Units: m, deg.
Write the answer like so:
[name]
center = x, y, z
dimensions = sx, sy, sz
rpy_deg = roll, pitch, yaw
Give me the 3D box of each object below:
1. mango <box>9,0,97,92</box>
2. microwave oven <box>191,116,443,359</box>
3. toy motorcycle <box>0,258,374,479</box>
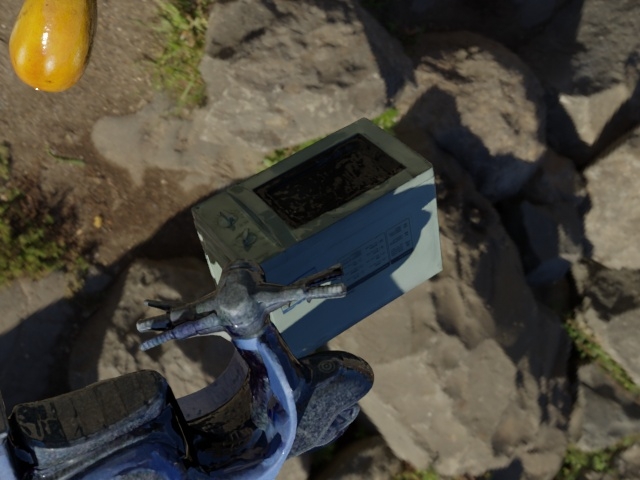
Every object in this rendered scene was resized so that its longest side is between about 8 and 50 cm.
[mango]
center = -0.365, -0.299, 1.243
dimensions = 0.112, 0.145, 0.219
rpy_deg = 17, 137, -13
[microwave oven]
center = 0.000, 0.000, 0.884
dimensions = 0.208, 0.122, 0.162
rpy_deg = -30, 136, -19
[toy motorcycle]
center = -0.118, 0.132, 0.668
dimensions = 0.358, 0.125, 0.213
rpy_deg = -19, 133, -20
